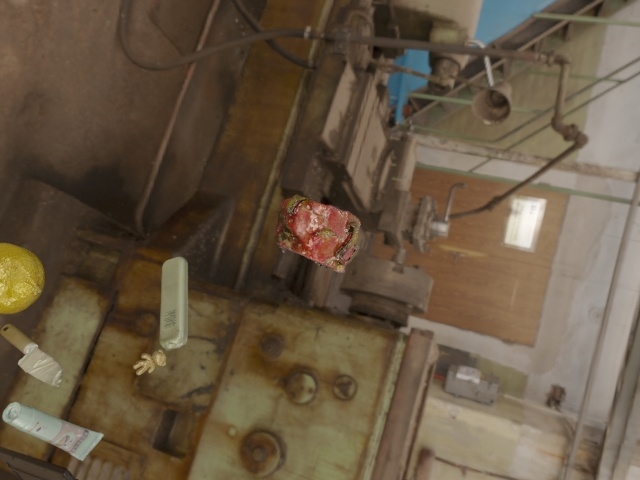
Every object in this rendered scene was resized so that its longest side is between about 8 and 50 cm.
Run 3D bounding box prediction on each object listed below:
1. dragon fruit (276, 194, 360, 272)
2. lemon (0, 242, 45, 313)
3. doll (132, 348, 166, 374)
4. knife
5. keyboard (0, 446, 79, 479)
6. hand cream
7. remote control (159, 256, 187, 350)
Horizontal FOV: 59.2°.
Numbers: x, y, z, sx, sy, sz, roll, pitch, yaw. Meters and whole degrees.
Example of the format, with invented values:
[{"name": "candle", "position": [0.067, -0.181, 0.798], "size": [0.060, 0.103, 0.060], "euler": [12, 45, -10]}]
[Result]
[{"name": "dragon fruit", "position": [0.000, 0.000, 1.354], "size": [0.282, 0.211, 0.147], "euler": [32, 69, -55]}, {"name": "lemon", "position": [-0.787, 0.096, 1.414], "size": [0.178, 0.203, 0.178], "euler": [18, 90, -80]}, {"name": "doll", "position": [-0.504, 0.359, 1.664], "size": [0.093, 0.051, 0.061], "euler": [-25, 91, -29]}, {"name": "knife", "position": [-0.504, 0.200, 0.975], "size": [0.047, 0.298, 0.017], "euler": [-44, 128, -31]}, {"name": "keyboard", "position": [-0.395, 0.366, 0.840], "size": [0.041, 0.381, 0.103], "euler": [-45, 117, -36]}, {"name": "hand cream", "position": [-0.680, 0.487, 1.445], "size": [0.085, 0.058, 0.331], "euler": [-55, 150, -20]}, {"name": "remote control", "position": [-0.447, 0.184, 1.712], "size": [0.038, 0.090, 0.309], "euler": [55, 20, -53]}]
